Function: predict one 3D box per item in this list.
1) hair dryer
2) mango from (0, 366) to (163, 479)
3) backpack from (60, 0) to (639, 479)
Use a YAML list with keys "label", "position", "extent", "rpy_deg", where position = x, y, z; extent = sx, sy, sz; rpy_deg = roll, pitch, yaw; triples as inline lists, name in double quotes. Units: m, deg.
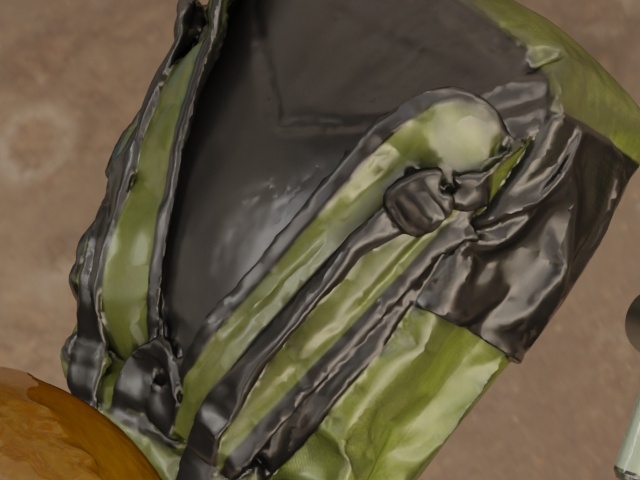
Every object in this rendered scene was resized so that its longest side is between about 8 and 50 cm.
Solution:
- label: "hair dryer"
  position: [0.246, 0.131, 1.485]
  extent: [0.057, 0.100, 0.197]
  rpy_deg: [21, 87, -10]
- label: "mango"
  position: [-0.092, 0.128, 0.528]
  extent: [0.136, 0.166, 0.236]
  rpy_deg: [-10, 31, -11]
- label: "backpack"
  position: [0.000, 0.000, 0.820]
  extent: [0.207, 0.140, 0.253]
  rpy_deg: [34, 93, 40]
